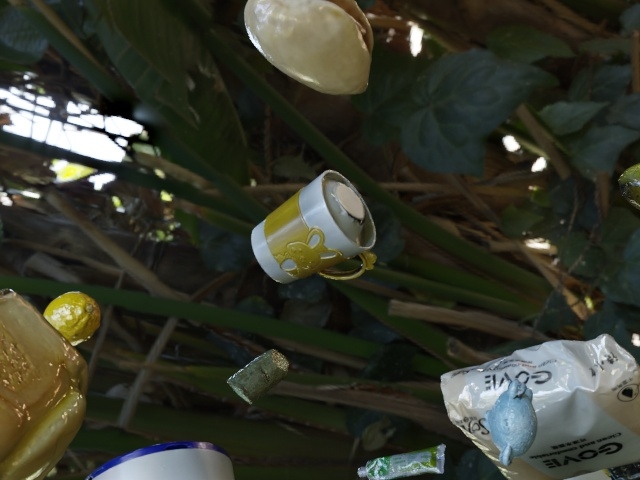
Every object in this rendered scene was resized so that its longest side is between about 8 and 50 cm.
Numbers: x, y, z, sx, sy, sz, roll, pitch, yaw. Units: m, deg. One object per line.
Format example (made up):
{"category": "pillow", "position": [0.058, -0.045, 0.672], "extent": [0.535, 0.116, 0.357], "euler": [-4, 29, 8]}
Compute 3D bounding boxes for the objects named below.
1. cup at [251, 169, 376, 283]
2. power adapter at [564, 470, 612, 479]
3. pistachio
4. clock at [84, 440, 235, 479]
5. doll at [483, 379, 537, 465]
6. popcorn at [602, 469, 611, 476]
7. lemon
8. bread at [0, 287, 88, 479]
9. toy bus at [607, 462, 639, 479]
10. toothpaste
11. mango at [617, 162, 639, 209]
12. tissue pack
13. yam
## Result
{"category": "cup", "position": [0.000, 0.000, 1.380], "extent": [0.226, 0.241, 0.185], "euler": [-29, 25, 26]}
{"category": "power adapter", "position": [0.596, 0.683, 1.629], "extent": [0.255, 0.124, 0.187], "euler": [-33, -21, -34]}
{"category": "pistachio", "position": [-0.011, -0.400, 1.310], "extent": [0.214, 0.318, 0.193], "euler": [-14, 57, 35]}
{"category": "clock", "position": [-0.243, 0.394, 0.994], "extent": [0.230, 0.231, 0.083], "euler": [106, 150, -43]}
{"category": "doll", "position": [0.285, 0.273, 0.988], "extent": [0.180, 0.075, 0.119], "euler": [45, -128, -71]}
{"category": "popcorn", "position": [0.783, 0.603, 1.947], "extent": [0.266, 0.193, 0.232], "euler": [-88, -10, -80]}
{"category": "lemon", "position": [-0.537, 0.169, 1.413], "extent": [0.155, 0.114, 0.114], "euler": [-26, 41, 42]}
{"category": "bread", "position": [-0.486, 0.242, 0.920], "extent": [0.211, 0.270, 0.316], "euler": [-43, 1, 29]}
{"category": "toy bus", "position": [0.654, 0.461, 1.398], "extent": [0.090, 0.184, 0.106], "euler": [-35, 8, 23]}
{"category": "toothpaste", "position": [0.199, 0.558, 1.615], "extent": [0.248, 0.047, 0.078], "euler": [-23, 33, 32]}
{"category": "mango", "position": [0.678, -0.091, 1.179], "extent": [0.177, 0.330, 0.175], "euler": [-7, 82, 44]}
{"category": "tissue pack", "position": [0.462, 0.327, 1.253], "extent": [0.376, 0.390, 0.195], "euler": [-24, 39, 32]}
{"category": "yam", "position": [-0.115, 0.264, 1.278], "extent": [0.147, 0.070, 0.069], "euler": [-30, -31, -40]}
